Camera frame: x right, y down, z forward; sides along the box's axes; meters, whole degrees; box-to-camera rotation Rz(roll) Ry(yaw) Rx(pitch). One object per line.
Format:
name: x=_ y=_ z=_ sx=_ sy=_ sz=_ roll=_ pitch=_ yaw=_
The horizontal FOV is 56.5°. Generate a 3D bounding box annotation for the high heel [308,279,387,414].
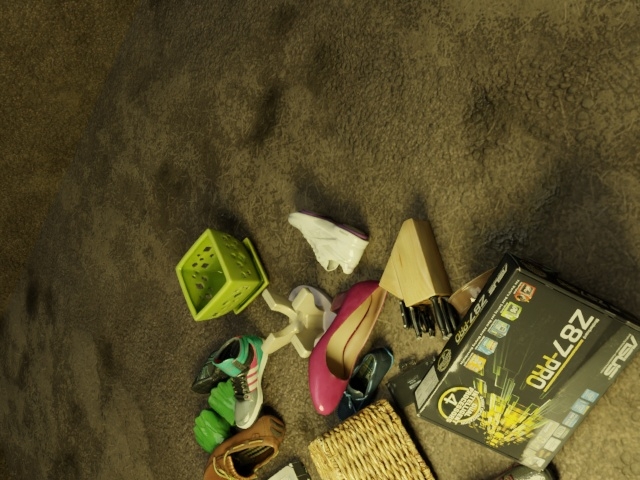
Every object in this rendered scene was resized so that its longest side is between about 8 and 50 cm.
high heel: x=0.077 y=0.276 z=1.599 sx=0.181 sy=0.127 sz=0.377 roll=-25 pitch=45 yaw=46

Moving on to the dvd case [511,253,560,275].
dvd case: x=0.477 y=0.055 z=1.339 sx=0.087 sy=0.119 sz=0.013 roll=33 pitch=107 yaw=40

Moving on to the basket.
basket: x=0.135 y=0.612 z=1.573 sx=0.299 sy=0.223 sz=0.213 roll=57 pitch=156 yaw=17

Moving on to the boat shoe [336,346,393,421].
boat shoe: x=0.102 y=0.400 z=1.661 sx=0.109 sy=0.089 sz=0.258 roll=35 pitch=108 yaw=39

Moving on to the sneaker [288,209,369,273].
sneaker: x=0.000 y=0.000 z=1.780 sx=0.305 sy=0.114 sz=0.152 roll=26 pitch=102 yaw=41

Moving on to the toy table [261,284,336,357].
toy table: x=-0.053 y=0.243 z=1.773 sx=0.274 sy=0.161 sz=0.252 roll=39 pitch=111 yaw=39

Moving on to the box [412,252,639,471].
box: x=0.428 y=0.263 z=1.253 sx=0.394 sy=0.318 sz=0.097 roll=-61 pitch=10 yaw=19

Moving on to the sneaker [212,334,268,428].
sneaker: x=-0.263 y=0.431 z=1.881 sx=0.124 sy=0.178 sz=0.295 roll=-15 pitch=58 yaw=37

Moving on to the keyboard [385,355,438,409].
keyboard: x=0.249 y=0.365 z=1.579 sx=0.180 sy=0.023 sz=0.108 roll=-40 pitch=67 yaw=31

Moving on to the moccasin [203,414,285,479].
moccasin: x=-0.252 y=0.710 z=1.906 sx=0.380 sy=0.139 sz=0.147 roll=-38 pitch=22 yaw=26

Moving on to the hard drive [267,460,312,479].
hard drive: x=-0.074 y=0.872 z=1.788 sx=0.237 sy=0.064 sz=0.338 roll=-44 pitch=57 yaw=29

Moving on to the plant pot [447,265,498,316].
plant pot: x=0.409 y=0.166 z=1.373 sx=0.167 sy=0.167 sz=0.165 roll=-42 pitch=68 yaw=31

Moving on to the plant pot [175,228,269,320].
plant pot: x=-0.317 y=0.117 z=1.994 sx=0.227 sy=0.207 sz=0.228 roll=-45 pitch=58 yaw=30

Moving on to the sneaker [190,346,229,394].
sneaker: x=-0.365 y=0.455 z=2.094 sx=0.267 sy=0.101 sz=0.106 roll=-42 pitch=38 yaw=32

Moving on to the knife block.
knife block: x=0.282 y=0.109 z=1.532 sx=0.242 sy=0.088 sz=0.275 roll=29 pitch=105 yaw=39

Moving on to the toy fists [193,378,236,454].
toy fists: x=-0.337 y=0.599 z=2.037 sx=0.142 sy=0.096 sz=0.279 roll=37 pitch=109 yaw=25

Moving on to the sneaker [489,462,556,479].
sneaker: x=0.383 y=0.590 z=1.336 sx=0.281 sy=0.163 sz=0.106 roll=-42 pitch=60 yaw=32
